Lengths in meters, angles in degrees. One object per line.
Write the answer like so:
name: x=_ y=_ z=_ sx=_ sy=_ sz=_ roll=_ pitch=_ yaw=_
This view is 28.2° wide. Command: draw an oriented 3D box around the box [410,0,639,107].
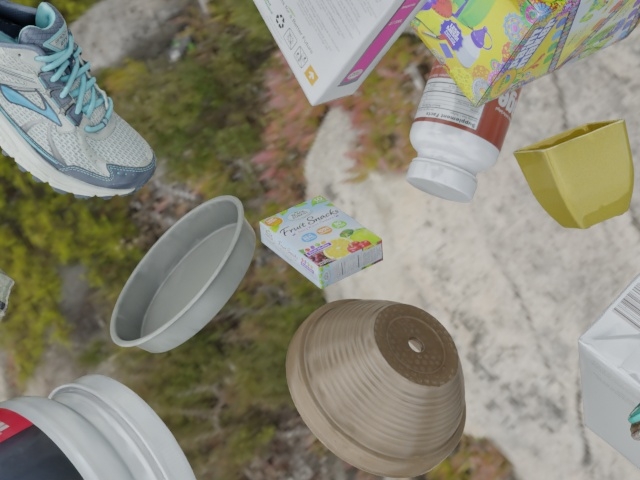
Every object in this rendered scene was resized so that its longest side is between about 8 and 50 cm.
box: x=0.228 y=-0.357 z=1.503 sx=0.290 sy=0.279 sz=0.177 roll=55 pitch=148 yaw=15

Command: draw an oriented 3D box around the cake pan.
cake pan: x=-0.210 y=0.058 z=1.985 sx=0.054 sy=0.293 sz=0.293 roll=43 pitch=141 yaw=-25

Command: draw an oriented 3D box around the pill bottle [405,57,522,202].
pill bottle: x=0.188 y=-0.165 z=1.661 sx=0.121 sy=0.121 sz=0.216 roll=14 pitch=81 yaw=34

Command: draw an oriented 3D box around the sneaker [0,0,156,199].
sneaker: x=-0.262 y=-0.147 z=1.187 sx=0.283 sy=0.110 sz=0.122 roll=35 pitch=125 yaw=-19

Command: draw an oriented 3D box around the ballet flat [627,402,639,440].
ballet flat: x=0.410 y=0.095 z=1.094 sx=0.316 sy=0.107 sz=0.106 roll=-45 pitch=81 yaw=16

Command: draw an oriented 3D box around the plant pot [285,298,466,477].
plant pot: x=0.086 y=0.152 z=1.515 sx=0.237 sy=0.237 sz=0.110 roll=46 pitch=133 yaw=10

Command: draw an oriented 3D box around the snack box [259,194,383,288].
snack box: x=0.000 y=0.000 z=1.653 sx=0.141 sy=0.100 sz=0.037 roll=37 pitch=141 yaw=45

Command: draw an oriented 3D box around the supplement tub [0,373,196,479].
supplement tub: x=-0.233 y=0.225 z=0.877 sx=0.191 sy=0.272 sz=0.191 roll=27 pitch=131 yaw=36

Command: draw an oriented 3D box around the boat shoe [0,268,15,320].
boat shoe: x=-0.397 y=-0.020 z=0.753 sx=0.187 sy=0.156 sz=0.500 roll=33 pitch=175 yaw=40

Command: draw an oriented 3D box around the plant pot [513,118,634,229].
plant pot: x=0.236 y=-0.056 z=1.153 sx=0.081 sy=0.081 sz=0.083 roll=-168 pitch=57 yaw=-78

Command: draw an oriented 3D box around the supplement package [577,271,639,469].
supplement package: x=0.445 y=0.174 z=1.593 sx=0.175 sy=0.177 sz=0.293 roll=39 pitch=166 yaw=28

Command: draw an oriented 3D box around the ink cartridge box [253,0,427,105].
ink cartridge box: x=0.044 y=-0.300 z=1.235 sx=0.176 sy=0.069 sz=0.371 roll=62 pitch=148 yaw=13
